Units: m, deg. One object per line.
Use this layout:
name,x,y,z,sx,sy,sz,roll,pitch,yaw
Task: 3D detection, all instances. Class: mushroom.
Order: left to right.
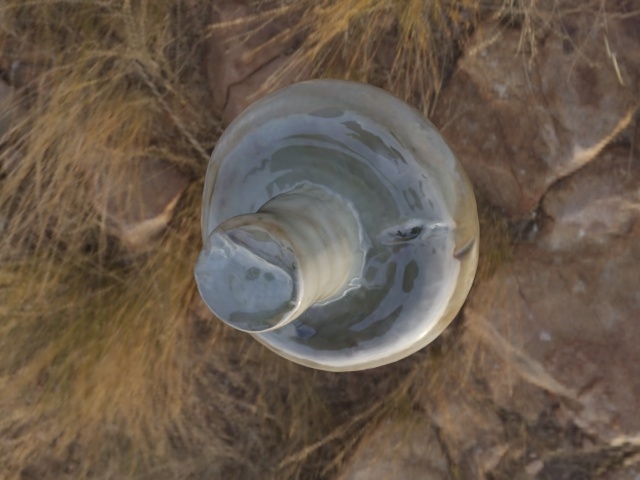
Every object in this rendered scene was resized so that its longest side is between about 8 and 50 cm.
mushroom,0.000,0.000,0.753,0.244,0.243,0.243,6,124,9
